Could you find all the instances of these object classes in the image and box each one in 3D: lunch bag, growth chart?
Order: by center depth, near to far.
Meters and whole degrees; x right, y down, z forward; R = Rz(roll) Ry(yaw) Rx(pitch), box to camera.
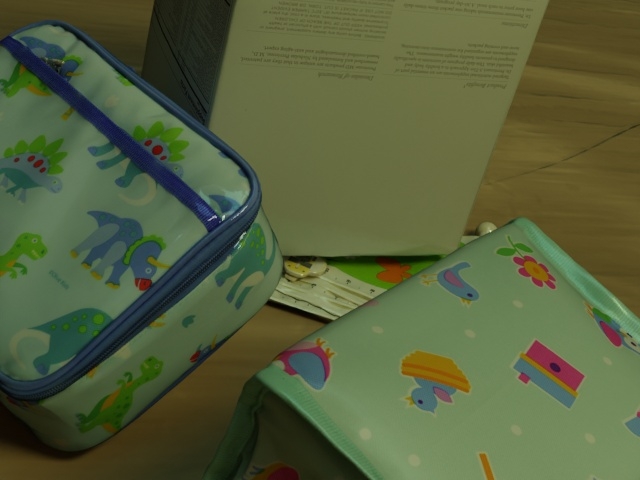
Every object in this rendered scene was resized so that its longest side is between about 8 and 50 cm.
[{"bbox_3d":[0.100,0.140,0.556,0.262,0.160,0.223,44,39,19],"label":"lunch bag"},{"bbox_3d":[-0.137,-0.014,0.680,0.176,0.090,0.219,-39,56,-15],"label":"lunch bag"},{"bbox_3d":[0.000,0.000,0.833,0.237,0.021,0.172,15,33,-1],"label":"growth chart"}]

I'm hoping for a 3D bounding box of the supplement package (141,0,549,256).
[{"bbox_3d":[0.003,-0.114,0.796,0.194,0.203,0.149,1,35,-24],"label":"supplement package"}]
